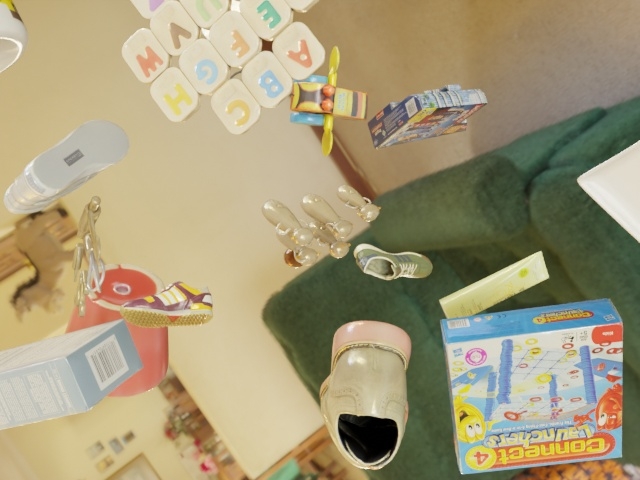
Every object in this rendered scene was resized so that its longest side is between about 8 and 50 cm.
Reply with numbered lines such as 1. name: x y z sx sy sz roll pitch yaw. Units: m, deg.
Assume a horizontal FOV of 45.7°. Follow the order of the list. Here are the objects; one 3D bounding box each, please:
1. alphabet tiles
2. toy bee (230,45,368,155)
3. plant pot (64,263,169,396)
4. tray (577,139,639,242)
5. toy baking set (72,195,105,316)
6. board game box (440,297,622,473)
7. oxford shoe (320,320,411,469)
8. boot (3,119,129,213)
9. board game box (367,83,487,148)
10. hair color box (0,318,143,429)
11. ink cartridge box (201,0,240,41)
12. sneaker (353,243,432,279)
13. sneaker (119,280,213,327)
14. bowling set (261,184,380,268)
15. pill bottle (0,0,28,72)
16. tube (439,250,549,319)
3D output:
1. alphabet tiles: -0.134 -0.296 1.019 0.278 0.284 0.021 54 -165 7
2. toy bee: -0.002 -0.254 1.436 0.162 0.298 0.195 13 121 50
3. plant pot: -0.498 0.209 1.879 0.275 0.275 0.243 42 129 36
4. tray: 0.521 -0.048 1.116 0.270 0.030 0.145 38 134 -17
5. toy baking set: -0.411 0.024 1.366 0.256 0.030 0.197 -48 46 51
6. board game box: 0.392 0.274 1.404 0.086 0.308 0.302 -87 -13 -64
7. oxford shoe: 0.059 0.273 1.122 0.397 0.140 0.146 83 -168 -53
8. boot: -0.465 -0.134 1.381 0.123 0.258 0.095 -27 100 34
9. board game box: 0.221 -0.246 1.460 0.194 0.194 0.060 -33 71 63
10. hair color box: -0.557 0.272 1.480 0.185 0.374 0.114 -39 -68 -64
11. ink cartridge box: -0.184 -0.466 1.570 0.179 0.145 0.045 57 180 30
12. sneaker: 0.172 0.065 1.753 0.086 0.192 0.064 -99 25 -61
13. sneaker: -0.308 0.124 1.518 0.069 0.185 0.084 -53 40 48
14. bowling set: 0.000 0.000 1.734 0.154 0.287 0.200 41 134 37
15. pill bottle: -0.401 -0.278 0.786 0.215 0.117 0.117 63 164 3
16. tube: 0.375 0.104 1.634 0.062 0.240 0.070 64 -177 6
